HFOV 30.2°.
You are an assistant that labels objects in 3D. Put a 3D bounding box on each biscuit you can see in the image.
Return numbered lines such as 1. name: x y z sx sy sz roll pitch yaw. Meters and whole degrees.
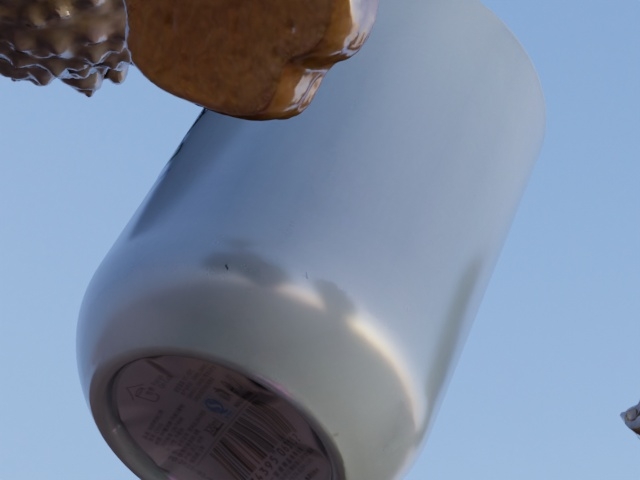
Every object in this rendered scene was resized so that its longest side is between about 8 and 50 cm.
1. biscuit: -0.014 -0.191 0.425 0.186 0.044 0.295 27 -65 30

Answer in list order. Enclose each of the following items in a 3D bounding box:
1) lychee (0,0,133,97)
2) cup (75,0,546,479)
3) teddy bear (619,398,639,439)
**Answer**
1. lychee: -0.217 -0.328 1.017 0.380 0.380 0.432 4 -60 11
2. cup: 0.000 0.000 0.692 0.205 0.312 0.205 14 -46 14
3. teddy bear: 0.360 0.175 0.893 0.222 0.296 0.246 -20 -13 3
